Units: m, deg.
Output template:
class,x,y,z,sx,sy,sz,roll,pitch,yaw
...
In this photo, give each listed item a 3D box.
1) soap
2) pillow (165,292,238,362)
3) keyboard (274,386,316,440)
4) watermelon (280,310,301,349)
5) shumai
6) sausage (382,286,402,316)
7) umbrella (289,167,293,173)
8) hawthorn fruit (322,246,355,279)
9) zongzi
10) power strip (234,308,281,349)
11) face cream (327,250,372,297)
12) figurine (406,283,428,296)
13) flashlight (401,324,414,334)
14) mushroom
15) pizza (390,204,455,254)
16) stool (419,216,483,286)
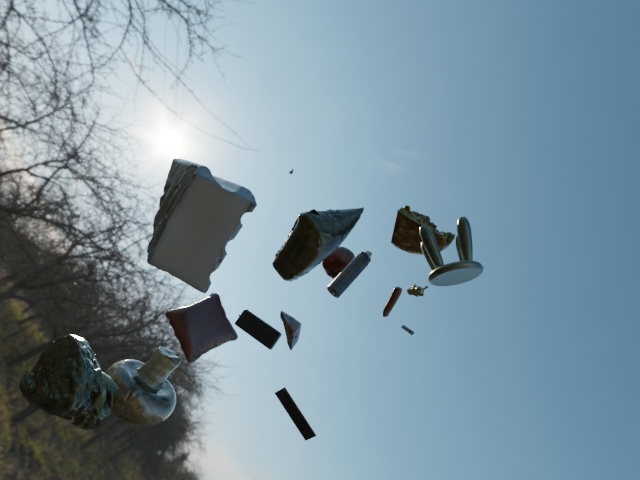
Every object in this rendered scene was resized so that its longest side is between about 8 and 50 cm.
class,x,y,z,sx,sy,sz,roll,pitch,yaw
soap,-0.314,-0.051,0.981,0.159,0.258,0.302,26,1,-31
pillow,-0.364,0.264,1.249,0.075,0.179,0.171,-37,-102,49
keyboard,-0.088,0.610,1.425,0.063,0.010,0.198,-39,-98,34
watermelon,-0.117,0.365,1.628,0.081,0.094,0.180,-7,-55,6
shumai,-0.635,0.380,1.075,0.255,0.189,0.218,3,-39,40
sausage,0.340,0.296,1.936,0.040,0.047,0.177,25,-67,6
umbrella,-0.131,-0.320,1.870,0.149,0.022,0.022,180,-90,-77
hawthorn fruit,0.109,0.109,2.128,0.179,0.200,0.179,23,-41,21
zongzi,0.000,0.000,1.588,0.160,0.360,0.323,50,-51,13
power strip,-0.339,0.475,2.183,0.256,0.105,0.070,33,-16,9
face cream,0.145,0.148,1.896,0.073,0.283,0.073,35,-27,21
figurine,0.412,0.209,1.720,0.083,0.050,0.047,-1,-66,48
flashlight,0.383,0.393,1.781,0.018,0.018,0.083,43,-6,-16
mushroom,-0.551,0.449,1.287,0.243,0.243,0.244,31,-41,32
pizza,0.437,-0.005,1.771,0.258,0.087,0.268,38,-29,23
stool,0.474,0.046,1.488,0.195,0.195,0.199,56,25,-63
